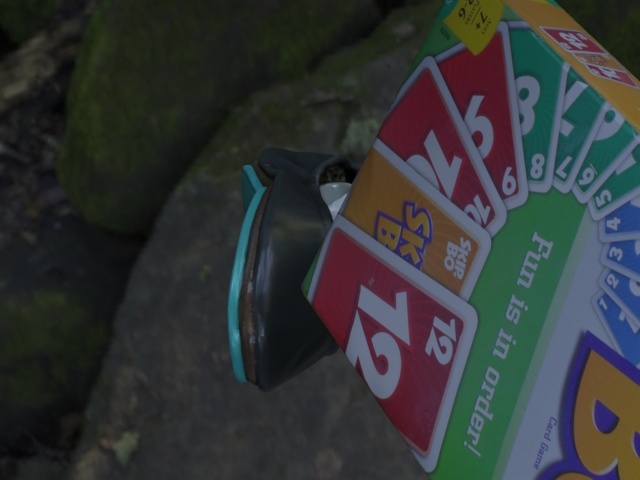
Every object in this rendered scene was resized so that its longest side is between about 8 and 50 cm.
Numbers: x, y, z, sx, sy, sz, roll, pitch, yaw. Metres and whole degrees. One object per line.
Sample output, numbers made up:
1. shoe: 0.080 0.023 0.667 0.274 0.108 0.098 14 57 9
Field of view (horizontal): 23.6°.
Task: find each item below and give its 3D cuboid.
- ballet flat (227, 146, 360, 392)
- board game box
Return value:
1. ballet flat: 0.000 0.000 0.856 0.096 0.095 0.280 -3 20 0
2. board game box: 0.084 0.046 0.394 0.039 0.124 0.259 3 36 -38
